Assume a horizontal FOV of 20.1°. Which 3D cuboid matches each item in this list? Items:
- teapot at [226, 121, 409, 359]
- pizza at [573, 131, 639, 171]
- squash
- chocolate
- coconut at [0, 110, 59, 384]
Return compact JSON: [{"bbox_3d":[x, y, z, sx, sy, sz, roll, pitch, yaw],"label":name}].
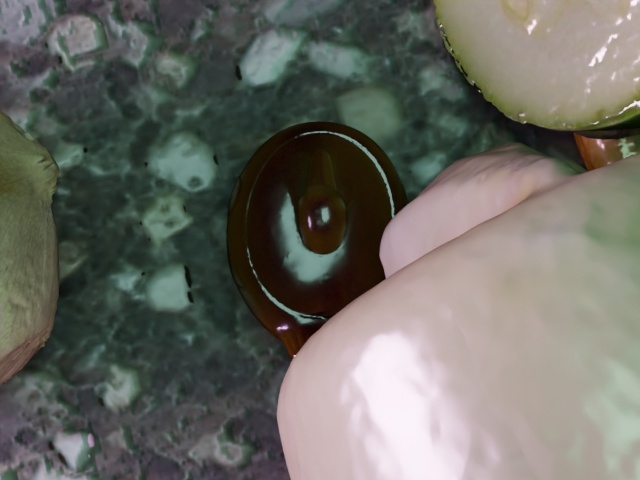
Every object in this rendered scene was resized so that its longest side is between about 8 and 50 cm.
[{"bbox_3d":[0.000,0.000,0.943,0.098,0.078,0.129,3,82,-4],"label":"teapot"},{"bbox_3d":[0.199,-0.077,0.981,0.134,0.056,0.271,-10,82,-6],"label":"pizza"},{"bbox_3d":[0.141,-0.163,0.921,0.041,0.219,0.219,1,80,-43],"label":"squash"},{"bbox_3d":[0.141,0.088,0.818,0.314,0.326,0.297,-16,85,-47],"label":"chocolate"},{"bbox_3d":[-0.213,0.005,0.878,0.194,0.194,0.194,1,82,-4],"label":"coconut"}]
